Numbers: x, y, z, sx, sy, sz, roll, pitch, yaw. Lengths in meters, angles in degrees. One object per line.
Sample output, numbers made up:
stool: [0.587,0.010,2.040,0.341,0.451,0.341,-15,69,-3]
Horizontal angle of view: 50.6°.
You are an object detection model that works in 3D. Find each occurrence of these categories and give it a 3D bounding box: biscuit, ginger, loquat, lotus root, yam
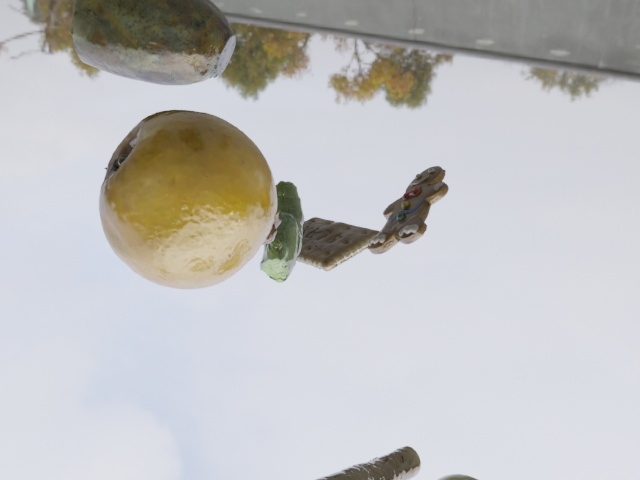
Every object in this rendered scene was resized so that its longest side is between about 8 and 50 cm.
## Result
biscuit: [0.152,-0.061,1.134,0.138,0.031,0.205,-23,-155,48]
ginger: [-0.082,-0.028,1.499,0.089,0.137,0.290,-21,-155,20]
biscuit: [0.000,0.000,1.904,0.217,0.044,0.324,-30,-154,-27]
loquat: [-0.188,-0.061,1.022,0.274,0.275,0.275,4,-157,-2]
lotus root: [-0.376,-0.480,1.571,0.345,0.251,0.250,16,-157,0]
yam: [0.095,0.472,1.336,0.081,0.081,0.356,23,-169,36]

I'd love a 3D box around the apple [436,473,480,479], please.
apple: [0.253,0.623,1.286,0.233,0.295,0.257,-27,-130,-32]
